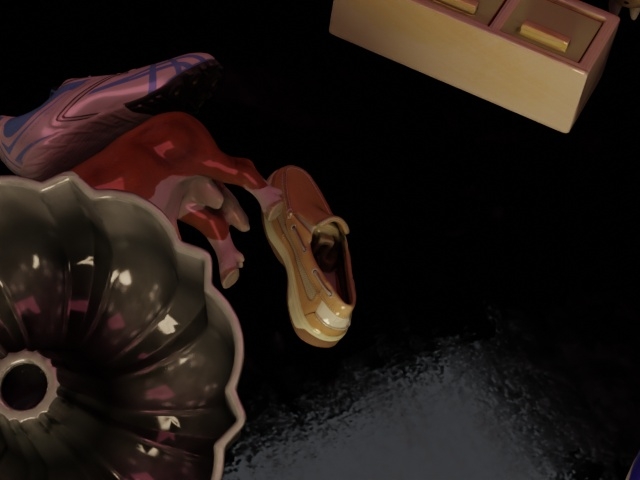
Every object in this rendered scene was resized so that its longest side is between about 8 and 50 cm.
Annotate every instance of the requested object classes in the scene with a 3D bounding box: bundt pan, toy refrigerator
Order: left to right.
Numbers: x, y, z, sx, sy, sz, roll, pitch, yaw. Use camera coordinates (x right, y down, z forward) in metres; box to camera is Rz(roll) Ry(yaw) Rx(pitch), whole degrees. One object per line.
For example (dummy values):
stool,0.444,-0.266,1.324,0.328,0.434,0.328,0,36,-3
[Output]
bundt pan,-0.209,0.120,1.249,0.331,0.124,0.330,-2,74,5
toy refrigerator,0.154,-0.220,1.666,0.270,0.094,0.102,25,50,12

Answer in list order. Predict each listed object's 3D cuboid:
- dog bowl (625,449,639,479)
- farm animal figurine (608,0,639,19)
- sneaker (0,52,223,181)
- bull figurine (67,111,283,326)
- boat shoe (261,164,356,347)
dog bowl,0.379,0.219,1.316,0.265,0.104,0.265,4,50,-5
farm animal figurine,0.302,-0.331,1.740,0.330,0.172,0.326,11,32,-9
sneaker,-0.196,-0.129,1.542,0.237,0.085,0.086,-28,63,-29
bull figurine,-0.183,-0.004,1.429,0.188,0.101,0.310,38,57,17
boat shoe,0.000,0.000,1.460,0.068,0.072,0.190,6,49,-31
